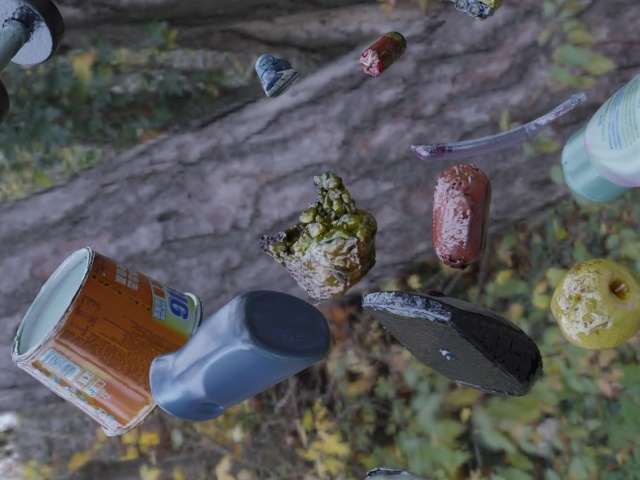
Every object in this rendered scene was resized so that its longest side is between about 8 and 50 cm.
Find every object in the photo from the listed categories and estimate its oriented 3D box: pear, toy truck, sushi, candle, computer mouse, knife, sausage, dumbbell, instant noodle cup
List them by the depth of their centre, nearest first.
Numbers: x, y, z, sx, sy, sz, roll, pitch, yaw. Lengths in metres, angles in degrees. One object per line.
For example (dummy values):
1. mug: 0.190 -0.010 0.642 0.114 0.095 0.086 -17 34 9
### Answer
1. dumbbell: -0.376 -0.209 1.176 0.100 0.100 0.191 85 -163 -44
2. sausage: 0.175 -0.028 1.273 0.076 0.076 0.141 -108 12 -57
3. computer mouse: 0.185 0.118 1.343 0.295 0.168 0.087 40 -113 -43
4. toy truck: 0.223 -0.384 1.568 0.052 0.123 0.063 -6 -54 -64
5. knife: 0.283 -0.171 1.617 0.123 0.278 0.053 -1 -107 -86
6. instant noodle cup: -0.370 0.159 1.738 0.214 0.296 0.296 37 -165 -24
7. sushi: 0.002 -0.001 1.740 0.179 0.167 0.296 52 173 -12
8. candle: 0.104 -0.319 1.761 0.131 0.052 0.052 -47 -44 -52
9. pear: 0.507 0.121 1.870 0.178 0.178 0.178 170 90 -85

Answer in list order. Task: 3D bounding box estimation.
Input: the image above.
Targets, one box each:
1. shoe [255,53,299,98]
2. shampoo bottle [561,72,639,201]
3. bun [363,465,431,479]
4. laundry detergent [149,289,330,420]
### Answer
1. shoe: -0.076 -0.278 1.693 0.071 0.064 0.143 44 -169 -6
2. shampoo bottle: 0.553 -0.181 1.785 0.349 0.151 0.222 135 155 -61
3. bun: 0.144 0.434 1.479 0.141 0.239 0.239 -61 -12 -23
4. laundry detergent: -0.082 0.108 0.874 0.206 0.096 0.061 -37 54 46
